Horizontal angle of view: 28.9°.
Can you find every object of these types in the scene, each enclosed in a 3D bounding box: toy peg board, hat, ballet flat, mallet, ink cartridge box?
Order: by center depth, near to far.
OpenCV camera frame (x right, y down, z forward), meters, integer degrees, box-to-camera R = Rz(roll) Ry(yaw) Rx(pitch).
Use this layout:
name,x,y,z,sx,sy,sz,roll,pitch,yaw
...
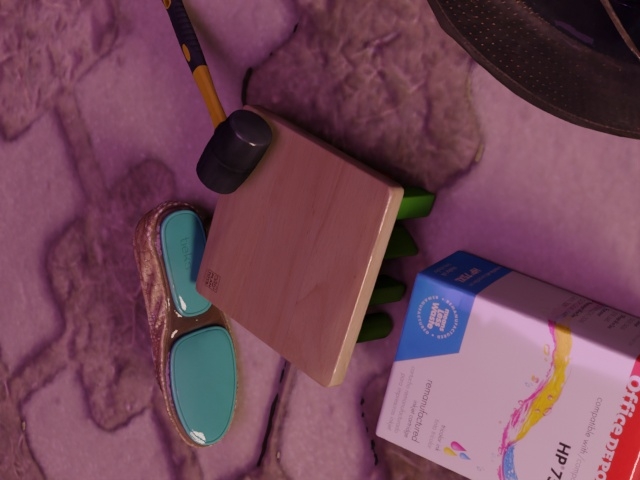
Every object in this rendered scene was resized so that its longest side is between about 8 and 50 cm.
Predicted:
name,x,y,z,sx,sy,sz,roll,pitch,yaw
hat,0.193,-0.193,0.728,0.331,0.331,0.134,22,71,24
ink cartridge box,0.167,0.112,0.862,0.231,0.078,0.134,21,111,24
mallet,-0.084,-0.129,0.943,0.062,0.039,0.189,-42,57,43
toy peg board,0.000,0.000,0.946,0.161,0.079,0.161,33,115,37
ballet flat,-0.114,0.068,1.032,0.067,0.073,0.206,6,103,57
